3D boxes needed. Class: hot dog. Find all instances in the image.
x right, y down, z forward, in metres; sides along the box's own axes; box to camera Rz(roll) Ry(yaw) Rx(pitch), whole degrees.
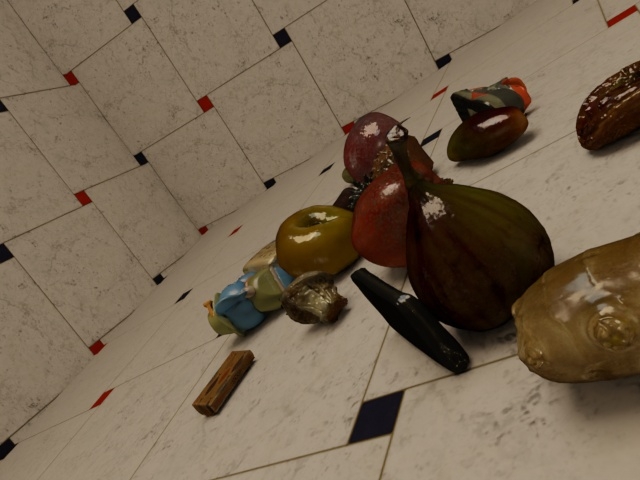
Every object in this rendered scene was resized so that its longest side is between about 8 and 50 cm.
[{"bbox_3d":[0.569,-0.252,1.014,0.227,0.099,0.160,-35,14,24],"label":"hot dog"}]

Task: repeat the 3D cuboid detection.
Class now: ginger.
[{"bbox_3d":[0.385,0.058,0.563,0.376,0.165,0.236,-6,-9,23],"label":"ginger"}]

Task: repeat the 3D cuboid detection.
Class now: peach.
[{"bbox_3d":[0.000,0.000,1.472,0.251,0.153,0.251,-8,32,5],"label":"peach"}]

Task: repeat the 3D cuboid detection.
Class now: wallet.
[{"bbox_3d":[0.129,0.113,0.866,0.044,0.149,0.250,-43,14,-5],"label":"wallet"}]

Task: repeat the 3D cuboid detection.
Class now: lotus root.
[{"bbox_3d":[0.144,-0.263,2.108,0.090,0.077,0.183,-44,14,-18],"label":"lotus root"}]

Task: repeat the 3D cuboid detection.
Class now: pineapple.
[{"bbox_3d":[0.194,-0.175,1.642,0.279,0.158,0.157,-45,9,33],"label":"pineapple"}]

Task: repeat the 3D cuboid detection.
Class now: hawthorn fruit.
[{"bbox_3d":[0.157,-0.038,1.173,0.262,0.210,0.210,-35,12,50],"label":"hawthorn fruit"}]

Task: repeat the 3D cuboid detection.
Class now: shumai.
[{"bbox_3d":[-0.006,0.139,1.219,0.146,0.145,0.116,-40,51,-3],"label":"shumai"}]

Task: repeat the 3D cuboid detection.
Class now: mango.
[{"bbox_3d":[0.406,-0.264,1.417,0.133,0.111,0.267,-57,16,-21],"label":"mango"}]

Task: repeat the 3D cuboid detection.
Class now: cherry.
[{"bbox_3d":[0.197,-0.332,1.929,0.285,0.213,0.236,-44,8,9],"label":"cherry"}]

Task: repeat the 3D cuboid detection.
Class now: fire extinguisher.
[{"bbox_3d":[0.049,-0.074,1.775,0.089,0.072,0.267,-18,24,33],"label":"fire extinguisher"}]

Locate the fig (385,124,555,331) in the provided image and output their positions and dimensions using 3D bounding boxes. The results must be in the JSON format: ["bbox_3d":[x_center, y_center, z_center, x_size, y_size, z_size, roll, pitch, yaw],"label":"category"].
[{"bbox_3d":[0.190,-0.031,0.812,0.217,0.320,0.217,-32,12,8],"label":"fig"}]

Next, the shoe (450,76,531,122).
[{"bbox_3d":[0.498,-0.406,1.606,0.171,0.132,0.336,-33,17,3],"label":"shoe"}]

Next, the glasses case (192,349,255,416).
[{"bbox_3d":[-0.216,0.324,1.281,0.065,0.041,0.170,-12,27,37],"label":"glasses case"}]

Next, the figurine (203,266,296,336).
[{"bbox_3d":[-0.183,0.166,1.526,0.262,0.153,0.180,-24,2,-14],"label":"figurine"}]

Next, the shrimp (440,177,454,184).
[{"bbox_3d":[0.242,-0.077,1.398,0.236,0.053,0.133,-45,-5,-9],"label":"shrimp"}]

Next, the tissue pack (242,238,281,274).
[{"bbox_3d":[-0.129,0.056,1.783,0.186,0.090,0.222,-44,17,-29],"label":"tissue pack"}]
